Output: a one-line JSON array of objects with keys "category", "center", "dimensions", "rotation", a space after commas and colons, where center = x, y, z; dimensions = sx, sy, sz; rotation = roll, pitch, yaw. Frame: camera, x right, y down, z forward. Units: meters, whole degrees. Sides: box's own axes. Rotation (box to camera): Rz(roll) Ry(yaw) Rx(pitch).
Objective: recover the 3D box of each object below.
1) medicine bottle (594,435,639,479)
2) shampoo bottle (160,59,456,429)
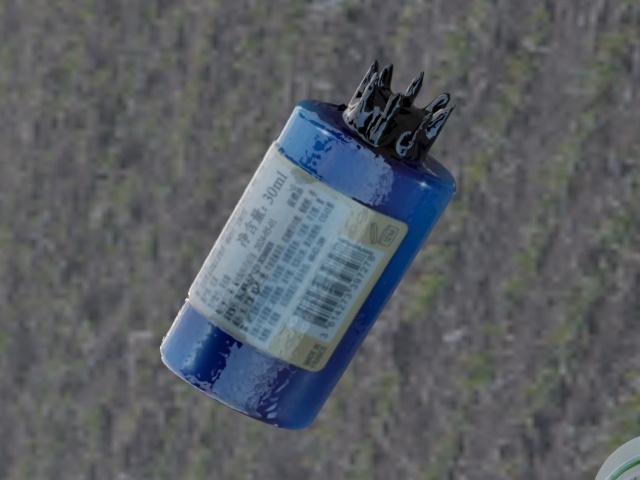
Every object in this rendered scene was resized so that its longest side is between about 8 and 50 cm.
[{"category": "medicine bottle", "center": [0.176, 0.165, 0.909], "dimensions": [0.183, 0.086, 0.086], "rotation": [-68, -12, -73]}, {"category": "shampoo bottle", "center": [0.000, 0.000, 0.884], "dimensions": [0.183, 0.087, 0.050], "rotation": [-59, 10, 20]}]
